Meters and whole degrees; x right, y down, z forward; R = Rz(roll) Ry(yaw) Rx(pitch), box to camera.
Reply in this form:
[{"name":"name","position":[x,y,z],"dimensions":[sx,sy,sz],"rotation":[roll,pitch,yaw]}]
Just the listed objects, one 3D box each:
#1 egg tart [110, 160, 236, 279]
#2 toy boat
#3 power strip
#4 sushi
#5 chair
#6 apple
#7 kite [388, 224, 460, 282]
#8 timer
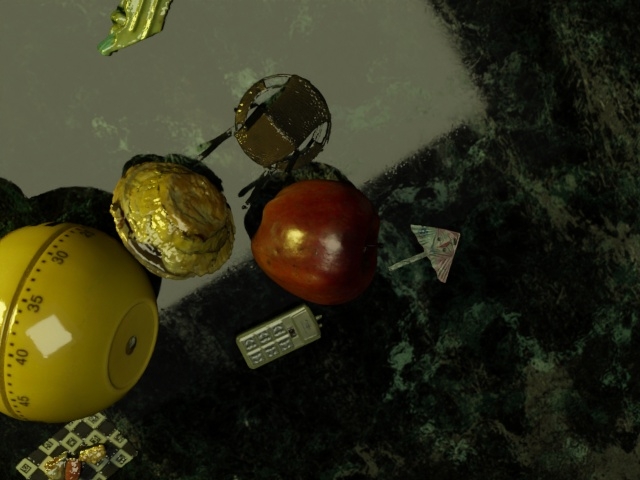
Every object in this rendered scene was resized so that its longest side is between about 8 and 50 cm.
[{"name":"egg tart","position":[-0.240,-0.044,1.659],"dimensions":[0.241,0.241,0.106],"rotation":[41,134,-15]},{"name":"toy boat","position":[-0.286,-0.429,1.615],"dimensions":[0.084,0.111,0.276],"rotation":[21,98,-18]},{"name":"power strip","position":[-0.073,0.179,1.831],"dimensions":[0.169,0.028,0.076],"rotation":[-26,104,-1]},{"name":"sushi","position":[-0.462,0.421,1.832],"dimensions":[0.201,0.031,0.139],"rotation":[-39,105,2]},{"name":"chair","position":[-0.086,-0.187,1.716],"dimensions":[0.174,0.149,0.213],"rotation":[48,51,-12]},{"name":"apple","position":[0.001,-0.002,1.710],"dimensions":[0.234,0.234,0.234],"rotation":[-2,103,-8]},{"name":"kite","position":[0.204,0.028,1.847],"dimensions":[0.153,0.005,0.137],"rotation":[-32,105,1]},{"name":"timer","position":[-0.480,0.122,1.621],"dimensions":[0.387,0.376,0.376],"rotation":[14,102,14]}]
